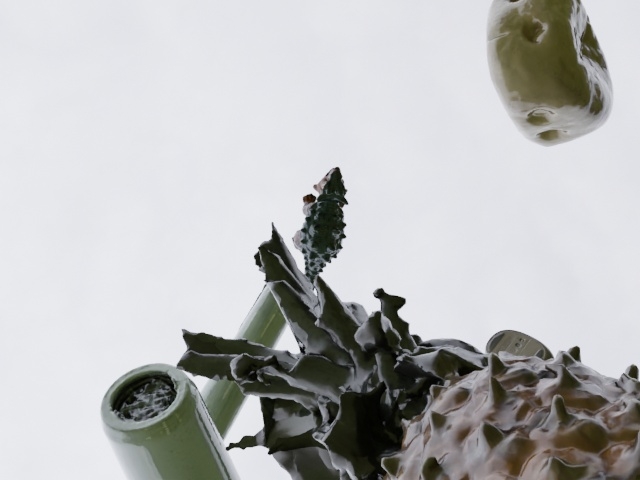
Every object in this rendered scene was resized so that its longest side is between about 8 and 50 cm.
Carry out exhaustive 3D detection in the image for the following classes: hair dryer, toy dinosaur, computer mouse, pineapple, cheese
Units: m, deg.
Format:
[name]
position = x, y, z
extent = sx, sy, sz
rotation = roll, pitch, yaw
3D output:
[hair dryer]
position = -0.066, 0.099, 0.834
extent = 0.236, 0.073, 0.131
rotation = -56, -39, -42
[toy dinosaur]
position = 0.000, 0.000, 1.087
extent = 0.049, 0.055, 0.154
rotation = 8, -72, -13
[computer mouse]
position = 0.262, 0.157, 1.479
extent = 0.066, 0.096, 0.039
rotation = -47, -42, -21
[pineapple]
position = 0.053, 0.102, 0.527
extent = 0.165, 0.364, 0.166
rotation = -6, -76, -24
[cheese]
position = 0.293, -0.232, 1.446
extent = 0.235, 0.117, 0.218
rotation = -19, -88, -63
